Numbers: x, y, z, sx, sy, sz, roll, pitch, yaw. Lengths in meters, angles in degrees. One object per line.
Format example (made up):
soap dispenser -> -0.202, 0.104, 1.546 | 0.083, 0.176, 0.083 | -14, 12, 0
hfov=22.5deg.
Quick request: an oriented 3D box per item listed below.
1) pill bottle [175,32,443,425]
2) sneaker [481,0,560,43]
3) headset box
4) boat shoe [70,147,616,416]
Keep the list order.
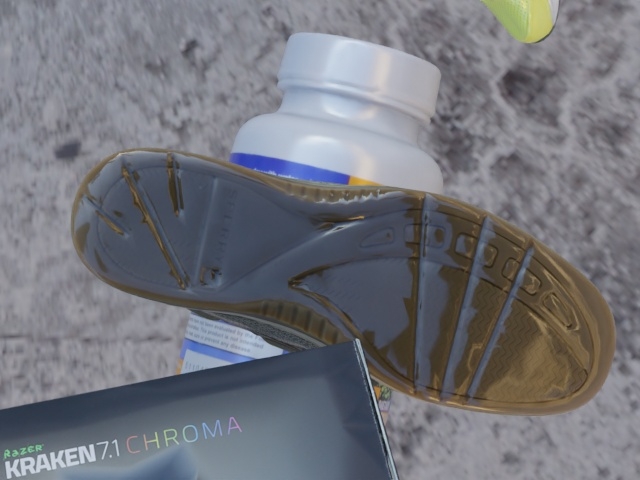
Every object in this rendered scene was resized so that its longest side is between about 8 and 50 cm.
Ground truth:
pill bottle -> 0.000, 0.000, 1.125 | 0.152, 0.152, 0.272 | 15, 88, -17
sneaker -> 0.089, -0.214, 1.154 | 0.094, 0.081, 0.208 | -46, 109, -15
headset box -> -0.084, 0.184, 0.832 | 0.246, 0.131, 0.283 | -10, 147, -8
boat shoe -> 0.014, 0.021, 0.896 | 0.302, 0.098, 0.109 | 15, 87, 0
